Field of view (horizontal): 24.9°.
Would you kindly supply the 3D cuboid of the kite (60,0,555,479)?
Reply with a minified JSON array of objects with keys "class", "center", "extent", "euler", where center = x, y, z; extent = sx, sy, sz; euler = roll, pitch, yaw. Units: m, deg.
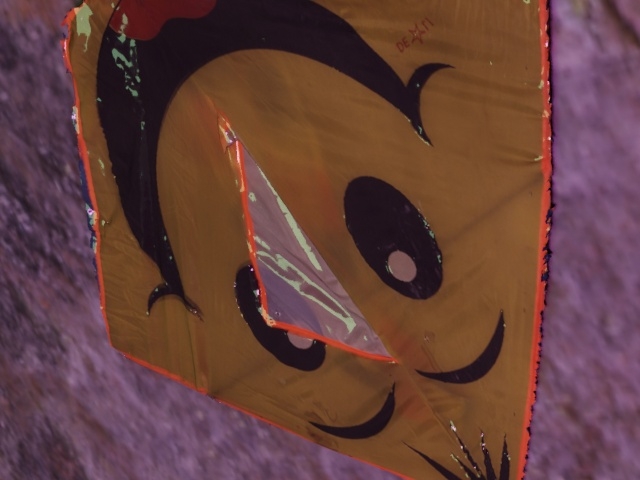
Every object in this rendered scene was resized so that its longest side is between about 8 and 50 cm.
[{"class":"kite","center":[-0.001,0.001,0.679],"extent":[0.377,0.013,0.327],"euler":[-33,91,47]}]
